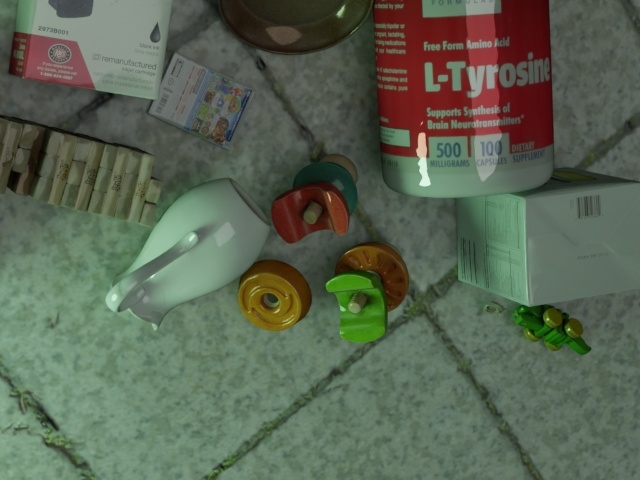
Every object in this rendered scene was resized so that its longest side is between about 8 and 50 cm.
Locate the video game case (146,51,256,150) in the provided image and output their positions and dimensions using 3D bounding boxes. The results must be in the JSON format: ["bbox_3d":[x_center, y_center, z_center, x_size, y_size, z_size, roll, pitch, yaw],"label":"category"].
[{"bbox_3d":[-0.153,-0.179,1.897,0.122,0.011,0.087,24,89,-23],"label":"video game case"}]

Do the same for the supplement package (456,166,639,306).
[{"bbox_3d":[0.315,-0.010,2.007,0.194,0.203,0.149,-7,101,-21],"label":"supplement package"}]

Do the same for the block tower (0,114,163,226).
[{"bbox_3d":[-0.363,-0.100,1.785,0.335,0.097,0.091,13,94,-25],"label":"block tower"}]

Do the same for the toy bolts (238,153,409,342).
[{"bbox_3d":[0.000,0.000,1.951,0.218,0.158,0.229,-3,116,20],"label":"toy bolts"}]

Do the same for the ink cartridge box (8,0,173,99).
[{"bbox_3d":[-0.271,-0.303,1.781,0.171,0.100,0.237,7,97,-23],"label":"ink cartridge box"}]

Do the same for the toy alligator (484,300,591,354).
[{"bbox_3d":[0.314,0.110,2.113,0.189,0.056,0.051,25,47,-22],"label":"toy alligator"}]

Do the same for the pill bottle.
[{"bbox_3d":[0.182,-0.271,1.897,0.229,0.229,0.408,-8,102,-20],"label":"pill bottle"}]

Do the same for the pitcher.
[{"bbox_3d":[-0.169,0.018,1.815,0.207,0.178,0.125,-40,85,6],"label":"pitcher"}]

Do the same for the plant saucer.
[{"bbox_3d":[-0.031,-0.317,1.859,0.198,0.036,0.199,-4,142,-3],"label":"plant saucer"}]
